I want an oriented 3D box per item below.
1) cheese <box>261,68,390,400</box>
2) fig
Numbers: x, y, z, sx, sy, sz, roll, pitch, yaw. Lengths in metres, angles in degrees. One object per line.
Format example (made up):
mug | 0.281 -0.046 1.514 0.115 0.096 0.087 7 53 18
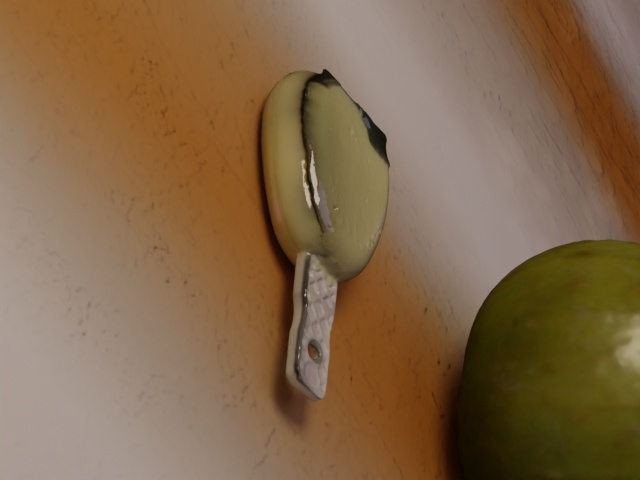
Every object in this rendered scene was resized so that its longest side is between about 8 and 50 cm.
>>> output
cheese | 0.000 0.000 1.032 0.127 0.054 0.252 44 38 -37
fig | 0.264 0.139 1.119 0.258 0.326 0.258 13 90 -68
